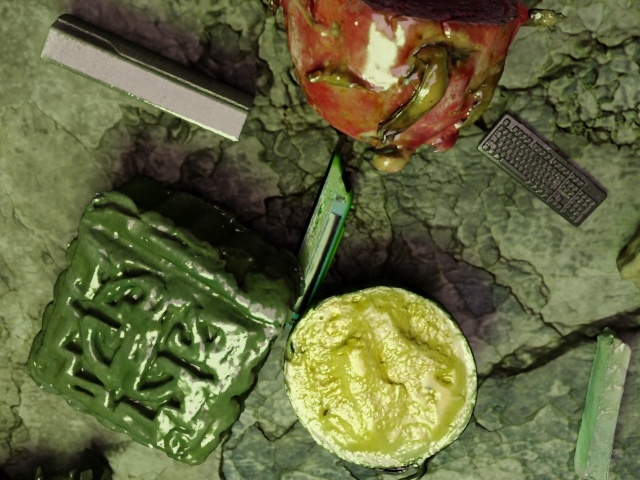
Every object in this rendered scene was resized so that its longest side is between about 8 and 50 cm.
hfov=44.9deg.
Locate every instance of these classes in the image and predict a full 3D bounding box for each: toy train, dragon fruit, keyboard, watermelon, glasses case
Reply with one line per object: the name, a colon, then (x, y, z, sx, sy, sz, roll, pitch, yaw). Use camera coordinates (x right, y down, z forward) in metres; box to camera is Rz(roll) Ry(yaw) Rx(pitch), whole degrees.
toy train: (0.000, 0.000, 0.861, 0.042, 0.044, 0.209, 19, 111, -7)
dragon fruit: (0.077, -0.169, 0.711, 0.282, 0.211, 0.147, 4, 126, -21)
keyboard: (0.245, -0.076, 0.850, 0.155, 0.010, 0.053, 35, 107, -13)
watermelon: (0.070, 0.146, 0.874, 0.204, 0.127, 0.232, -34, 98, 9)
glasses case: (-0.168, -0.164, 0.780, 0.205, 0.071, 0.047, 23, 107, -9)

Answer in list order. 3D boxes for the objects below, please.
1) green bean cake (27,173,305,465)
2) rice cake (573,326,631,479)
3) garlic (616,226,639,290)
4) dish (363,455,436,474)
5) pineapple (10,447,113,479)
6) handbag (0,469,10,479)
green bean cake: (-0.164, 0.083, 0.831, 0.241, 0.132, 0.255, 31, 110, 5)
rice cake: (0.346, 0.207, 0.949, 0.034, 0.043, 0.210, -1, 113, -8)
garlic: (0.466, 0.134, 0.792, 0.246, 0.231, 0.339, -13, 100, 11)
dish: (0.092, 0.245, 0.944, 0.141, 0.078, 0.141, 0, 113, 0)
pineapple: (-0.393, 0.367, 0.925, 0.310, 0.141, 0.170, -31, 148, -16)
handbag: (-0.558, 0.379, 1.005, 0.332, 0.075, 0.191, -32, 112, 9)
